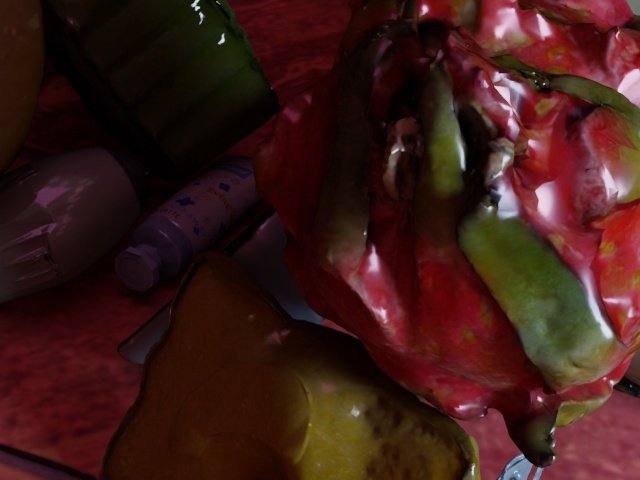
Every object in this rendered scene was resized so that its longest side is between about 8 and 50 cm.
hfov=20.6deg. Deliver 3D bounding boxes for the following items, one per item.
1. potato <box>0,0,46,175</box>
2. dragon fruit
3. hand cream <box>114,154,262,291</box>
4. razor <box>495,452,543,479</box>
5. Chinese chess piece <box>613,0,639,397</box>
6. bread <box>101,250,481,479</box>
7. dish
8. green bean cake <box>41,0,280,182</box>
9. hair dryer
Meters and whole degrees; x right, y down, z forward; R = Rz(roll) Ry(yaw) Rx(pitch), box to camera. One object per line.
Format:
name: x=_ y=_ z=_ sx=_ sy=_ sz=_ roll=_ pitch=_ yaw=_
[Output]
potato: x=-0.346 y=-0.081 z=1.163 sx=0.280 sy=0.213 sz=0.330 roll=-12 pitch=42 yaw=58
dragon fruit: x=0.093 y=-0.033 z=0.900 sx=0.231 sy=0.237 sz=0.303 roll=32 pitch=2 yaw=28
hand cream: x=-0.083 y=-0.018 z=1.223 sx=0.065 sy=0.043 sz=0.171 roll=7 pitch=31 yaw=29
razor: x=0.145 y=0.185 z=0.975 sx=0.040 sy=0.068 sz=0.135 roll=-27 pitch=58 yaw=-30
Chinese chess piece: x=0.289 y=-0.048 z=1.145 sx=0.349 sy=0.146 sz=0.349 roll=2 pitch=58 yaw=-3
bread: x=-0.011 y=0.122 z=0.969 sx=0.088 sy=0.160 sz=0.233 roll=4 pitch=24 yaw=-45
dish: x=0.000 y=0.000 z=1.140 sx=0.080 sy=0.182 sz=0.243 roll=49 pitch=46 yaw=-2
green bean cake: x=-0.143 y=-0.157 z=1.245 sx=0.113 sy=0.214 sz=0.200 roll=-41 pitch=38 yaw=-9
hair dryer: x=-0.256 y=-0.002 z=1.176 sx=0.225 sy=0.088 sz=0.219 roll=12 pitch=40 yaw=32
